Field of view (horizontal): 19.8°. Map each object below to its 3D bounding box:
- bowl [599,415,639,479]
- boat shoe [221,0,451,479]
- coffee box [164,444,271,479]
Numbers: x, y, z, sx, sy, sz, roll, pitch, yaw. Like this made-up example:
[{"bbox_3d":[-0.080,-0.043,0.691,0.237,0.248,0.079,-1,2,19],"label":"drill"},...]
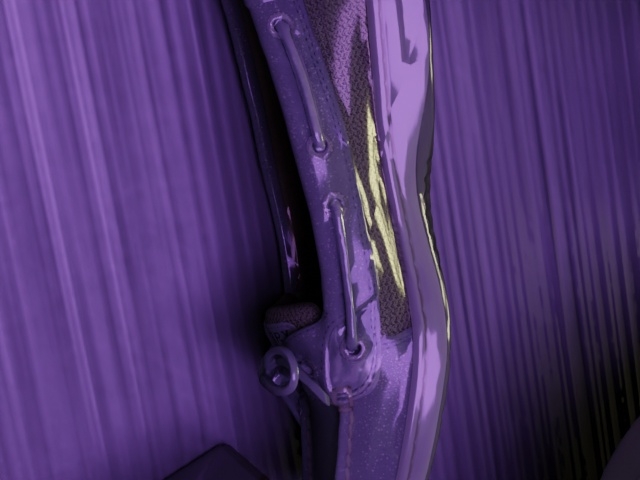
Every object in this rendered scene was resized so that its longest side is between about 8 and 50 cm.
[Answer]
[{"bbox_3d":[0.266,0.158,1.021,0.298,0.134,0.297,-5,115,-12],"label":"bowl"},{"bbox_3d":[0.001,-0.001,0.922,0.103,0.118,0.320,-3,97,-14],"label":"boat shoe"},{"bbox_3d":[-0.012,0.245,0.947,0.098,0.141,0.246,-31,111,-13],"label":"coffee box"}]
